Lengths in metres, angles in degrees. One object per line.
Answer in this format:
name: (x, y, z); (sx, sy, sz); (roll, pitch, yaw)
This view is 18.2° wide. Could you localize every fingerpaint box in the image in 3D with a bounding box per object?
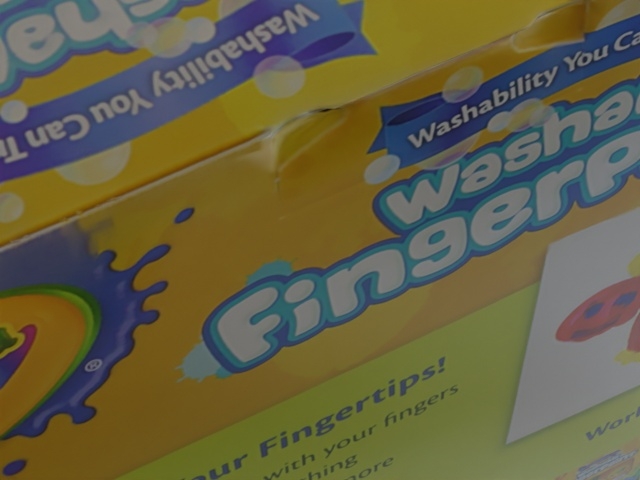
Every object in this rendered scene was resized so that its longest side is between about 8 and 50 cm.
fingerpaint box: (0.000, 0.000, 0.688); (0.163, 0.445, 0.371); (58, -15, 30)
